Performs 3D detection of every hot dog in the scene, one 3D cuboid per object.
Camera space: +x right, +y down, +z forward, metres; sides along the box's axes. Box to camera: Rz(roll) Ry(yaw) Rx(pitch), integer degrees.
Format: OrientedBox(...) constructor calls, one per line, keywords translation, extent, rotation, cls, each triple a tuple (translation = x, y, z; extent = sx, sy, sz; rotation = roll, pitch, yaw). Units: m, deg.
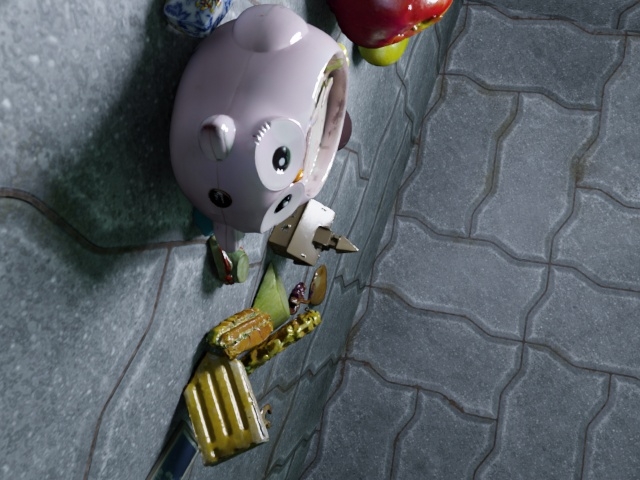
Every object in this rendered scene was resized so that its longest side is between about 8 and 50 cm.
OrientedBox(translation=(-0.203, 0.241, 1.343), extent=(0.072, 0.115, 0.269), rotation=(-55, 172, 15), cls="hot dog")

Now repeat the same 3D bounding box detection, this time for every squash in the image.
OrientedBox(translation=(-0.179, 0.209, 1.578), extent=(0.237, 0.154, 0.204), rotation=(70, 4, -64), cls="squash")

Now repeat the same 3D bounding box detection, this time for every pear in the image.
OrientedBox(translation=(0.192, -0.638, 1.634), extent=(0.216, 0.166, 0.180), rotation=(129, -26, -68), cls="pear")

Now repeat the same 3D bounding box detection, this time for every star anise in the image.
OrientedBox(translation=(-0.071, 0.204, 1.856), extent=(0.191, 0.070, 0.098), rotation=(-57, 157, -49), cls="star anise")

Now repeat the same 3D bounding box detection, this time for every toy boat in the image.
OrientedBox(translation=(-0.210, 0.055, 1.184), extent=(0.185, 0.071, 0.089), rotation=(90, 23, -52), cls="toy boat")

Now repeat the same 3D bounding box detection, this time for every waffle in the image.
OrientedBox(translation=(-0.125, 0.299, 1.487), extent=(0.302, 0.068, 0.325), rotation=(-36, 177, -7), cls="waffle")

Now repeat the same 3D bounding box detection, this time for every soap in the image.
OrientedBox(translation=(-0.244, 0.401, 1.257), extent=(0.160, 0.258, 0.080), rotation=(-21, 155, -7), cls="soap")

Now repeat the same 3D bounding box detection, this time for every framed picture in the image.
OrientedBox(translation=(-0.396, 0.606, 1.289), extent=(0.189, 0.023, 0.260), rotation=(85, 28, -49), cls="framed picture")

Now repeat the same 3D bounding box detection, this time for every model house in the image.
OrientedBox(translation=(0.000, 0.000, 1.514), extent=(0.176, 0.247, 0.181), rotation=(69, 44, -68), cls="model house")

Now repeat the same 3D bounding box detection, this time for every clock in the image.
OrientedBox(translation=(-0.117, -0.197, 0.880), extent=(0.369, 0.250, 0.377), rotation=(93, 15, -47), cls="clock")

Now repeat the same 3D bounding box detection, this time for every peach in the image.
OrientedBox(translation=(0.158, -0.702, 1.237), extent=(0.417, 0.352, 0.339), rotation=(65, 13, -2), cls="peach")

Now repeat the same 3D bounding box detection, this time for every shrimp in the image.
OrientedBox(translation=(-0.217, 0.696, 1.998), extent=(0.163, 0.045, 0.095), rotation=(70, 21, -59), cls="shrimp")

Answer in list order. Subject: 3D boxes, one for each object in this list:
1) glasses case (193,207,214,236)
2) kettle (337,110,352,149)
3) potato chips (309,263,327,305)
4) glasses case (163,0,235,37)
OrientedBox(translation=(-0.157, -0.099, 1.136), extent=(0.117, 0.070, 0.301), rotation=(-34, 180, 25), cls="glasses case")
OrientedBox(translation=(-0.045, -0.264, 1.313), extent=(0.202, 0.144, 0.232), rotation=(-45, 174, 34), cls="kettle")
OrientedBox(translation=(0.000, 0.193, 2.121), extent=(0.150, 0.049, 0.202), rotation=(-60, 156, -51), cls="potato chips")
OrientedBox(translation=(-0.155, -0.426, 0.779), extent=(0.065, 0.086, 0.248), rotation=(98, 13, -77), cls="glasses case")
